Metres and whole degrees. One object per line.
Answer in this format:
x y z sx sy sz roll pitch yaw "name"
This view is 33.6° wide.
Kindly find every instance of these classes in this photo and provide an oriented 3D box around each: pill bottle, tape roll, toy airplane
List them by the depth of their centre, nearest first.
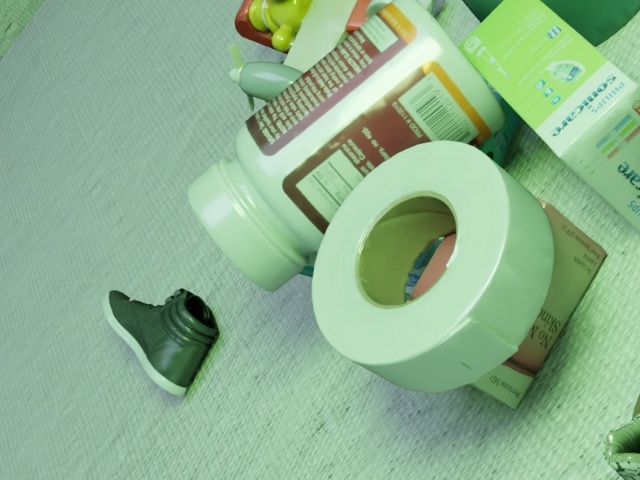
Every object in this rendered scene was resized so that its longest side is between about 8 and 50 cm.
0.126 0.030 1.235 0.286 0.100 0.286 -26 48 32 "tape roll"
0.029 -0.121 1.415 0.392 0.224 0.224 -38 40 8 "pill bottle"
0.001 -0.389 1.776 0.384 0.272 0.386 -36 42 24 "toy airplane"

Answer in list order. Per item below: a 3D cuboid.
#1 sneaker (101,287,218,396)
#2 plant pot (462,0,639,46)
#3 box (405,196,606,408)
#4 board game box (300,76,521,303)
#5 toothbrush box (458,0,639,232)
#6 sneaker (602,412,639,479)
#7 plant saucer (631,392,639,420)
-0.273 0.133 1.845 0.147 0.104 0.296 -52 44 3 "sneaker"
0.291 -0.428 1.461 0.293 0.235 0.293 -11 71 34 "plant pot"
0.219 0.065 1.313 0.127 0.149 0.232 27 85 51 "box"
0.115 -0.086 1.539 0.254 0.079 0.336 14 75 34 "board game box"
0.323 -0.165 1.318 0.122 0.206 0.283 -44 38 15 "toothbrush box"
0.424 0.119 0.959 0.410 0.182 0.158 -47 38 12 "sneaker"
0.435 0.191 1.078 0.278 0.041 0.277 -27 47 33 "plant saucer"
